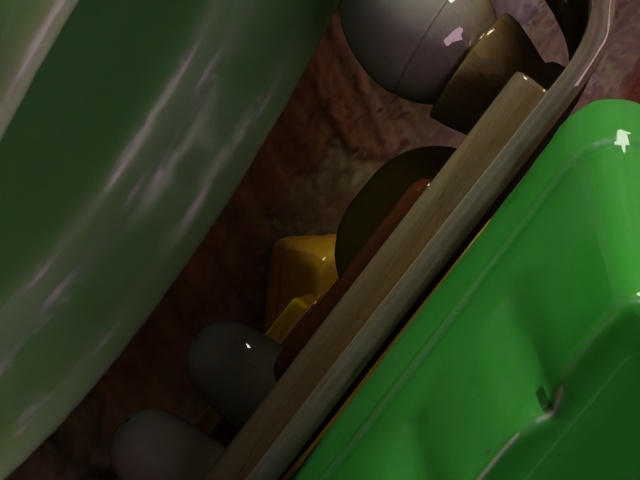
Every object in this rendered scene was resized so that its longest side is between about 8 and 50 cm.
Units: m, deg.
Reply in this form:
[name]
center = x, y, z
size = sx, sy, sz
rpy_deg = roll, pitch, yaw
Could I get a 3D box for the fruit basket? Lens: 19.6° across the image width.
[fruit basket]
center = 0.102, 0.069, 0.673
size = 0.327, 0.165, 0.353
rpy_deg = -53, 179, 17

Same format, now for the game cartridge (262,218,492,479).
[game cartridge]
center = 0.094, 0.124, 0.980
size = 0.324, 0.053, 0.285
rpy_deg = -5, 107, -39

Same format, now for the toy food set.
[toy food set]
center = 0.000, 0.000, 0.721
size = 0.306, 0.092, 0.220
rpy_deg = -52, 176, 3

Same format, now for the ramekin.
[ramekin]
center = -0.104, -0.077, 0.567
size = 0.303, 0.148, 0.303
rpy_deg = -58, 173, -12
